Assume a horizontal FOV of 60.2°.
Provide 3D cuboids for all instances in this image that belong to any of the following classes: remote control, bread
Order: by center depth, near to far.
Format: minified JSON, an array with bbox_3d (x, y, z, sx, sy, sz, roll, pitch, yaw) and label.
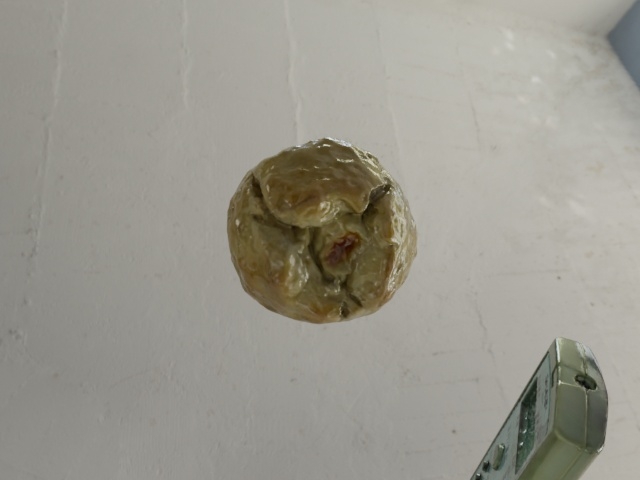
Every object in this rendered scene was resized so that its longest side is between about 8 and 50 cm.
[{"bbox_3d":[0.136,0.181,0.401,0.038,0.234,0.098,22,-147,10],"label":"remote control"},{"bbox_3d":[0.000,0.000,0.671,0.244,0.245,0.134,18,-164,-8],"label":"bread"}]
